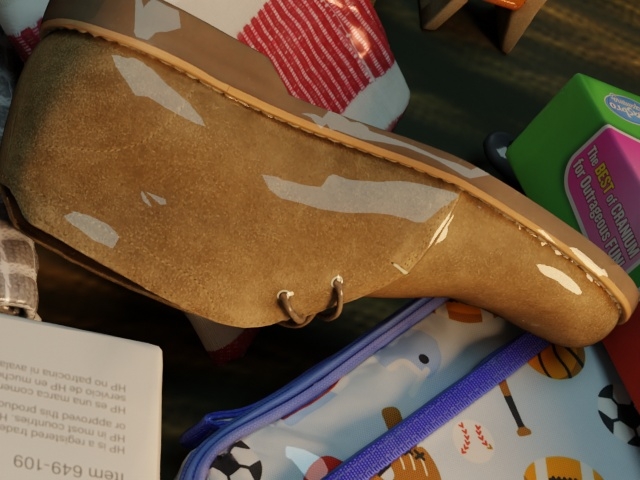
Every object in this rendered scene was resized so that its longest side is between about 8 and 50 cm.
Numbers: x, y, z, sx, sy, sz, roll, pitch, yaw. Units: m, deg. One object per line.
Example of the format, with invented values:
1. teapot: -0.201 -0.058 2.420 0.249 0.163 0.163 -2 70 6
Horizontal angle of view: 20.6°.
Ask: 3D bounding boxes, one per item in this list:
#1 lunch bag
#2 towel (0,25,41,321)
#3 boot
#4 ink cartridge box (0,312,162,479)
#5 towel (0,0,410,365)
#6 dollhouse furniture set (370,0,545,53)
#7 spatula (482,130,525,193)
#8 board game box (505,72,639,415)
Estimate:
1. lunch bag: 0.065 0.143 0.819 0.303 0.115 0.243 -29 73 -42
2. towel: -0.260 -0.057 0.772 0.283 0.121 0.235 3 57 -28
3. boot: 0.000 0.000 0.791 0.305 0.112 0.115 24 76 -16
4. ink cartridge box: -0.178 0.177 0.597 0.198 0.197 0.270 14 52 -21
5. towel: -0.069 -0.136 0.875 0.329 0.037 0.237 61 41 -26
6. dollhouse furniture set: 0.024 -0.268 1.074 0.262 0.135 0.259 13 52 -21
7. spatula: 0.221 0.017 1.051 0.296 0.030 0.084 29 48 -9
8. board game box: 0.251 0.071 0.893 0.242 0.064 0.316 15 38 -37
